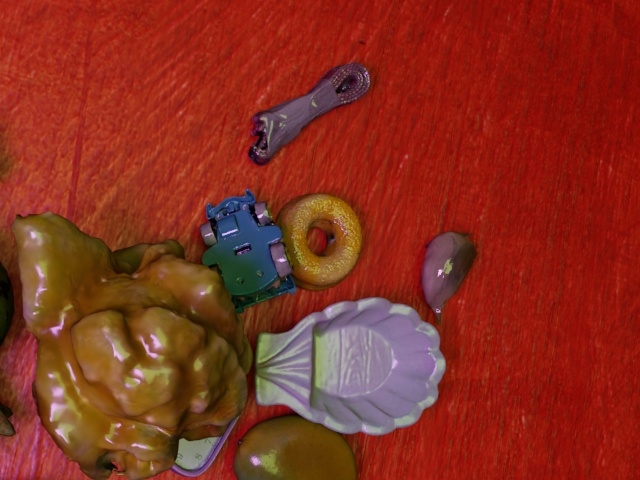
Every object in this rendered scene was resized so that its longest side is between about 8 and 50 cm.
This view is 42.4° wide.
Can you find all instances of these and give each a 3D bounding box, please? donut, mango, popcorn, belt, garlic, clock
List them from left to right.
[{"bbox_3d":[-0.227,0.113,1.036,0.289,0.326,0.321,3,117,-6],"label":"popcorn"},{"bbox_3d":[-0.180,0.251,1.163,0.110,0.050,0.153,34,74,-13],"label":"clock"},{"bbox_3d":[-0.035,0.314,1.195,0.191,0.085,0.122,4,75,-29],"label":"mango"},{"bbox_3d":[-0.023,-0.203,1.269,0.232,0.053,0.071,-38,105,-19],"label":"belt"},{"bbox_3d":[0.000,0.000,1.254,0.151,0.058,0.152,3,81,-19],"label":"donut"},{"bbox_3d":[0.200,0.047,1.312,0.084,0.066,0.152,34,72,-15],"label":"garlic"}]

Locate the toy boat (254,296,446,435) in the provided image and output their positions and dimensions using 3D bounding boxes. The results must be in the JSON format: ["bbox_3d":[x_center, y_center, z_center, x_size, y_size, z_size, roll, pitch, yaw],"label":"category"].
[{"bbox_3d":[0.038,0.184,1.223,0.290,0.100,0.200,3,82,-20],"label":"toy boat"}]

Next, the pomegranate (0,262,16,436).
[{"bbox_3d":[-0.467,0.111,1.012,0.231,0.231,0.286,-53,131,-17],"label":"pomegranate"}]

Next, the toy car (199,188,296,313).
[{"bbox_3d":[-0.109,0.019,1.209,0.126,0.098,0.162,-21,61,2],"label":"toy car"}]
